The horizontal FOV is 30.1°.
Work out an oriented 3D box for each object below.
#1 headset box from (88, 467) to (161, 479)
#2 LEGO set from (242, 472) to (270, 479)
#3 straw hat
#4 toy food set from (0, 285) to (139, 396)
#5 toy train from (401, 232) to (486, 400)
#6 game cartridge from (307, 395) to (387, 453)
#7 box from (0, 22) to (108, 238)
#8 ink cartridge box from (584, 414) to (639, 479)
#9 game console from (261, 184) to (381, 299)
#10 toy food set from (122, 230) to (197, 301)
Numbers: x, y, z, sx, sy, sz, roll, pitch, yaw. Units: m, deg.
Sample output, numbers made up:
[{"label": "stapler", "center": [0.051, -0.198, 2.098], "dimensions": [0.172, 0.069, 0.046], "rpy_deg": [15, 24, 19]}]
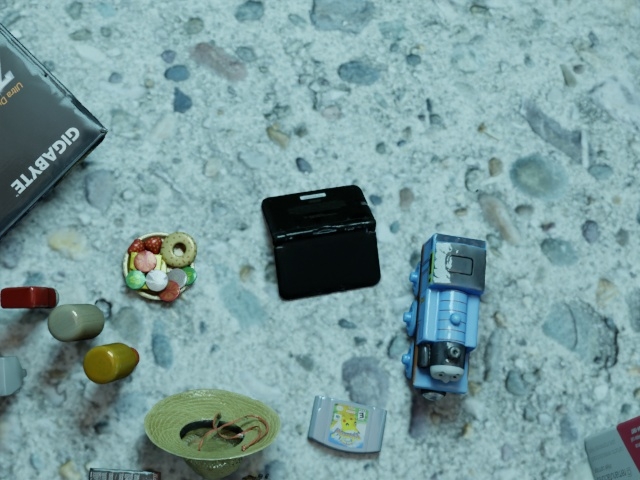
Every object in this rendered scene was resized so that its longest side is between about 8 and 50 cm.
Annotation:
[{"label": "headset box", "center": [-0.204, 0.273, 1.249], "dimensions": [0.083, 0.032, 0.062], "rpy_deg": [4, 73, -9]}, {"label": "LEGO set", "center": [-0.064, 0.292, 1.276], "dimensions": [0.054, 0.023, 0.083], "rpy_deg": [12, 58, -8]}, {"label": "straw hat", "center": [-0.115, 0.219, 1.263], "dimensions": [0.144, 0.144, 0.061], "rpy_deg": [-2, 115, -10]}, {"label": "toy food set", "center": [-0.315, 0.106, 1.268], "dimensions": [0.232, 0.104, 0.111], "rpy_deg": [-6, 87, 7]}, {"label": "toy train", "center": [0.138, 0.084, 1.327], "dimensions": [0.080, 0.105, 0.184], "rpy_deg": [9, 71, -6]}, {"label": "game cartridge", "center": [0.030, 0.207, 1.319], "dimensions": [0.083, 0.017, 0.056], "rpy_deg": [12, 75, -5]}, {"label": "box", "center": [-0.433, -0.116, 1.263], "dimensions": [0.293, 0.073, 0.295], "rpy_deg": [46, 81, -6]}, {"label": "ink cartridge box", "center": [0.406, 0.324, 1.233], "dimensions": [0.131, 0.226, 0.306], "rpy_deg": [-9, 74, -12]}, {"label": "game console", "center": [0.000, 0.000, 1.381], "dimensions": [0.122, 0.071, 0.107], "rpy_deg": [-9, 45, -13]}, {"label": "toy food set", "center": [-0.180, 0.028, 1.337], "dimensions": [0.083, 0.020, 0.082], "rpy_deg": [5, 72, -8]}]
